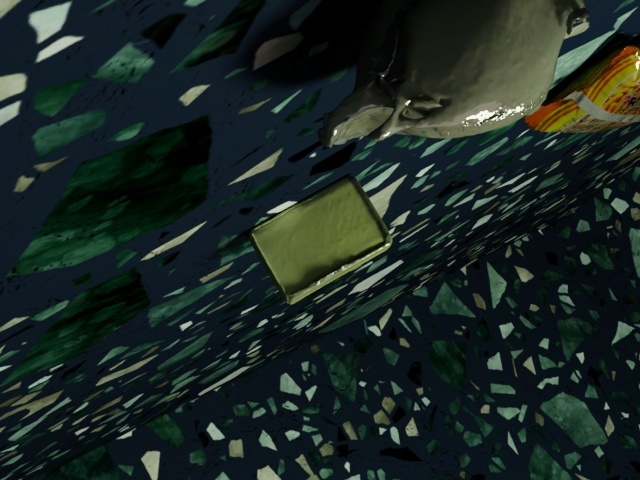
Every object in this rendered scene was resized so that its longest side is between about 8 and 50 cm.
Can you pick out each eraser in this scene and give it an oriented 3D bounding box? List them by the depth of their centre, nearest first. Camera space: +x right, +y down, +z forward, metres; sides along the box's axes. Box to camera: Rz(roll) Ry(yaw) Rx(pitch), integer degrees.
[{"bbox_3d":[0.000,0.000,1.538,0.172,0.117,0.058,-30,169,-9],"label":"eraser"}]

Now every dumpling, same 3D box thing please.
[{"bbox_3d":[0.108,-0.175,1.018,0.293,0.163,0.204,-29,-157,-18],"label":"dumpling"}]

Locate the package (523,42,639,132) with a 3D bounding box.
[{"bbox_3d":[0.495,-0.250,1.809,0.288,0.108,0.223,-17,161,-45],"label":"package"}]
